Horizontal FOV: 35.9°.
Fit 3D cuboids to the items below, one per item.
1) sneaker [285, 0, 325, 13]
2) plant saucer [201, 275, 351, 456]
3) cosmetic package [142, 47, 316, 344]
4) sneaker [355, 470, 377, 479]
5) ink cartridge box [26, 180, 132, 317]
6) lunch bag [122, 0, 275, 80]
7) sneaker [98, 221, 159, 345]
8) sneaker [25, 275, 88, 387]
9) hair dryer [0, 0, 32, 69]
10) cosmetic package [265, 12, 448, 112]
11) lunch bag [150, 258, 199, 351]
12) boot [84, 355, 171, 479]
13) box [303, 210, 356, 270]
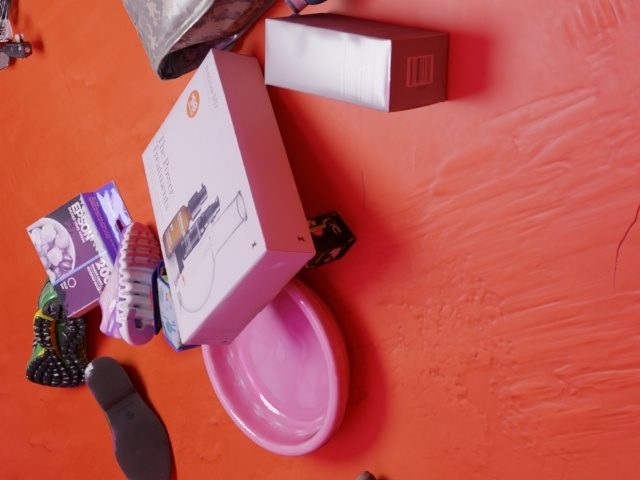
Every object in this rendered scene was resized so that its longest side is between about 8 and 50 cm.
[{"bbox_3d":[-0.029,-0.485,1.392,0.131,0.112,0.319,-20,83,18],"label":"sneaker"},{"bbox_3d":[-0.066,0.191,1.649,0.332,0.084,0.332,17,114,42],"label":"plant saucer"},{"bbox_3d":[-0.158,-0.065,1.563,0.284,0.097,0.377,-45,51,40],"label":"cosmetic package"},{"bbox_3d":[0.102,0.458,1.595,0.071,0.066,0.188,0,109,28],"label":"sneaker"},{"bbox_3d":[-0.456,0.017,1.956,0.208,0.045,0.206,-30,81,19],"label":"ink cartridge box"},{"bbox_3d":[-0.206,-0.416,1.526,0.287,0.169,0.235,-34,78,41],"label":"lunch bag"},{"bbox_3d":[-0.370,0.082,1.864,0.104,0.095,0.236,-8,73,36],"label":"sneaker"},{"bbox_3d":[-0.557,0.202,2.149,0.343,0.134,0.146,113,160,-43],"label":"sneaker"},{"bbox_3d":[-0.678,-0.469,2.079,0.293,0.080,0.223,-1,87,40],"label":"hair dryer"},{"bbox_3d":[0.045,-0.249,1.357,0.238,0.127,0.107,18,116,43],"label":"cosmetic package"},{"bbox_3d":[-0.263,0.115,1.823,0.151,0.096,0.129,34,129,56],"label":"lunch bag"},{"bbox_3d":[-0.395,0.380,2.062,0.305,0.112,0.115,65,167,1],"label":"boot"},{"bbox_3d":[0.000,0.000,1.516,0.062,0.083,0.052,54,134,18],"label":"box"}]
